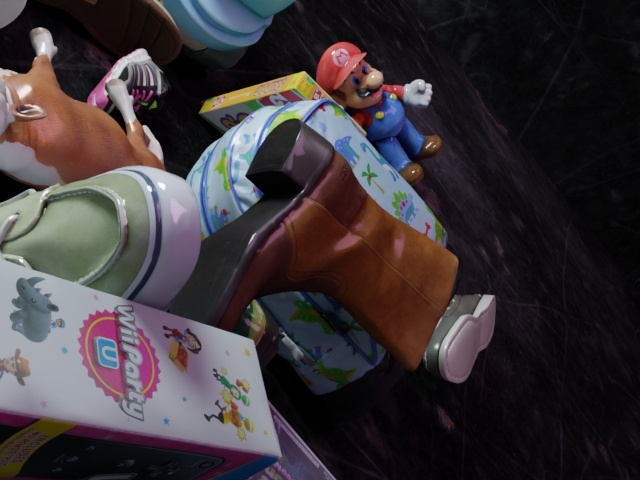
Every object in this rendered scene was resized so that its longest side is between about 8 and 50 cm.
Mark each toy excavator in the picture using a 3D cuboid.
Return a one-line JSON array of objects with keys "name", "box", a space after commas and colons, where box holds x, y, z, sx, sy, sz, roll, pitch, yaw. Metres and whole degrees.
[{"name": "toy excavator", "box": [-0.044, -0.481, 1.162, 0.222, 0.445, 0.433, 32, 65, -43]}]

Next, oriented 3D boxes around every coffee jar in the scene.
[{"name": "coffee jar", "box": [-0.128, 0.069, 0.884, 0.184, 0.079, 0.096, 40, 4, -33]}]

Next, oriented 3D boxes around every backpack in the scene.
[{"name": "backpack", "box": [0.000, 0.000, 1.042, 0.355, 0.273, 0.290, 42, 51, -1]}]

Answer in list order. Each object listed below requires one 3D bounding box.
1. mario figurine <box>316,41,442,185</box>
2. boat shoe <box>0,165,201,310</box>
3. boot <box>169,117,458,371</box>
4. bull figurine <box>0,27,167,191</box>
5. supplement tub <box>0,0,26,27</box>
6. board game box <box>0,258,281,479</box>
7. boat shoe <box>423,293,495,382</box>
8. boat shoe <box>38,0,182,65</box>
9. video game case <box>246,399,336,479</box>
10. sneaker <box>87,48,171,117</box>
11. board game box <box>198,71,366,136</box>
[{"name": "mario figurine", "box": [0.122, -0.256, 1.653, 0.320, 0.170, 0.198, 46, 28, -25]}, {"name": "boat shoe", "box": [-0.202, 0.018, 0.599, 0.094, 0.302, 0.109, 7, 73, -45]}, {"name": "boot", "box": [0.004, 0.057, 0.871, 0.280, 0.096, 0.264, 41, 62, -33]}, {"name": "bull figurine", "box": [-0.260, -0.110, 0.837, 0.310, 0.101, 0.188, 43, 24, -51]}, {"name": "supplement tub", "box": [-0.367, -0.324, 0.865, 0.144, 0.144, 0.200, 28, 36, -46]}, {"name": "board game box", "box": [-0.208, 0.120, 0.516, 0.303, 0.224, 0.097, 24, 39, -48]}, {"name": "boat shoe", "box": [0.219, 0.157, 1.412, 0.305, 0.091, 0.109, -26, 119, -63]}, {"name": "boat shoe", "box": [-0.285, -0.322, 1.080, 0.257, 0.095, 0.095, 31, 29, -43]}, {"name": "video game case", "box": [-0.057, 0.247, 0.876, 0.190, 0.022, 0.173, 52, 25, -10]}, {"name": "sneaker", "box": [-0.228, -0.184, 1.044, 0.075, 0.063, 0.170, 43, 22, -13]}, {"name": "board game box", "box": [-0.064, -0.160, 1.156, 0.124, 0.259, 0.039, 41, 68, -30]}]
